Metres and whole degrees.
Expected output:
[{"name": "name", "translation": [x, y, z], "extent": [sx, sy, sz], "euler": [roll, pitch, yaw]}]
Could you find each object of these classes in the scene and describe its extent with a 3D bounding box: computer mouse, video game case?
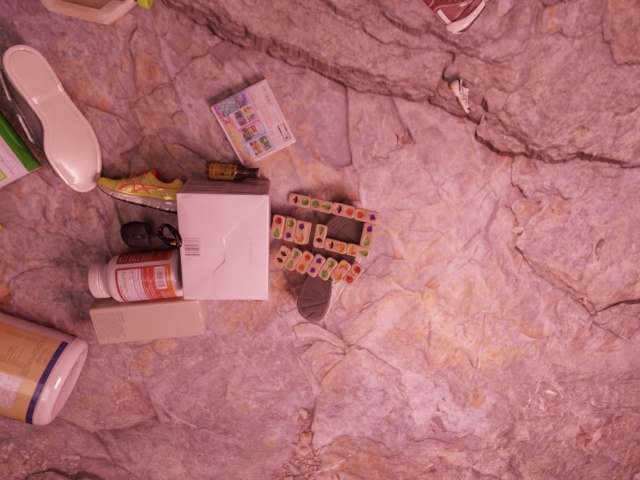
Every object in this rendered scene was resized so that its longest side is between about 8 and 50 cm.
[{"name": "computer mouse", "translation": [-0.404, -0.008, 1.039], "extent": [0.241, 0.041, 0.071], "euler": [3, 102, 40]}, {"name": "video game case", "translation": [-0.154, -0.272, 1.038], "extent": [0.143, 0.019, 0.157], "euler": [-25, 113, 6]}]

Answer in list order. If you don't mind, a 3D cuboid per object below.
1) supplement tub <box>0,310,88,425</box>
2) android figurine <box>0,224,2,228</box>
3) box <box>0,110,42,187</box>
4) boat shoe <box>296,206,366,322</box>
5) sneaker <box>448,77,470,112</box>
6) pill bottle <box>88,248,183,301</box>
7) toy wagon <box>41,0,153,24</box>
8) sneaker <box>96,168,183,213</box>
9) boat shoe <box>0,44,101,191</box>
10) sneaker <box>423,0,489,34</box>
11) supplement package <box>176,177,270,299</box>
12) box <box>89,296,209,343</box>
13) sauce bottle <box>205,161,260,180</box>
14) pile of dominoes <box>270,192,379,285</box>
[{"name": "supplement tub", "translation": [-0.788, 0.309, 1.116], "extent": [0.315, 0.228, 0.229], "euler": [23, 109, -13]}, {"name": "android figurine", "translation": [-0.906, -0.033, 1.059], "extent": [0.247, 0.056, 0.273], "euler": [-20, 113, 4]}, {"name": "box", "translation": [-0.786, -0.205, 0.930], "extent": [0.231, 0.127, 0.262], "euler": [-32, 112, -8]}, {"name": "boat shoe", "translation": [0.037, 0.060, 1.154], "extent": [0.118, 0.103, 0.321], "euler": [25, 105, 15]}, {"name": "sneaker", "translation": [0.335, -0.339, 1.039], "extent": [0.036, 0.032, 0.083], "euler": [-34, 111, 10]}, {"name": "pill bottle", "translation": [-0.449, 0.088, 1.109], "extent": [0.215, 0.121, 0.121], "euler": [-5, 113, -2]}, {"name": "toy wagon", "translation": [-0.452, -0.611, 0.851], "extent": [0.266, 0.068, 0.345], "euler": [10, 110, -9]}, {"name": "sneaker", "translation": [-0.418, -0.127, 1.053], "extent": [0.208, 0.081, 0.094], "euler": [13, 88, -4]}, {"name": "boat shoe", "translation": [-0.596, -0.260, 0.986], "extent": [0.098, 0.116, 0.320], "euler": [10, 129, 38]}, {"name": "sneaker", "translation": [0.315, -0.585, 0.900], "extent": [0.162, 0.106, 0.281], "euler": [33, 107, -13]}, {"name": "supplement package", "translation": [-0.224, -0.006, 1.073], "extent": [0.203, 0.145, 0.262], "euler": [1, 111, -5]}, {"name": "box", "translation": [-0.441, 0.190, 1.165], "extent": [0.274, 0.094, 0.113], "euler": [-4, 113, -3]}, {"name": "sauce bottle", "translation": [-0.207, -0.164, 1.057], "extent": [0.127, 0.042, 0.042], "euler": [2, 112, 4]}, {"name": "pile of dominoes", "translation": [0.000, 0.000, 1.083], "extent": [0.250, 0.040, 0.196], "euler": [14, 100, 18]}]
